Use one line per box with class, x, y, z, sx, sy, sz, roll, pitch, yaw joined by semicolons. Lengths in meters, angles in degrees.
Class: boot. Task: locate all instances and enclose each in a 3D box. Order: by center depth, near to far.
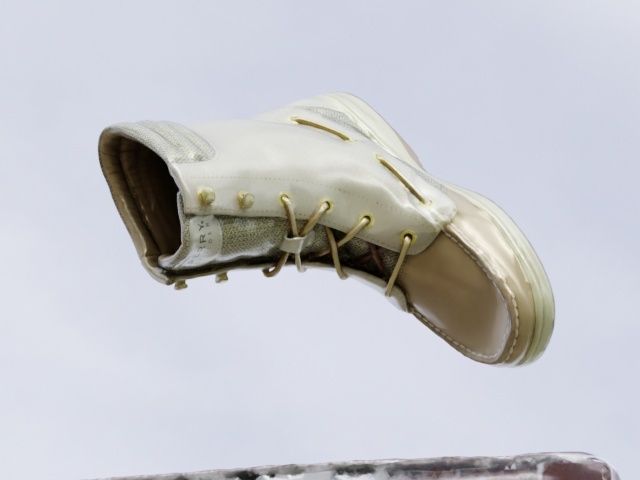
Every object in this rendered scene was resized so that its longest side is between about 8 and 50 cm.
boot;0.000;0.000;0.785;0.165;0.213;0.077;-8;-49;-40

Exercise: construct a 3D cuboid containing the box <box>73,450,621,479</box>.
box;0.008;0.181;0.420;0.168;0.167;0.203;-5;-38;12
